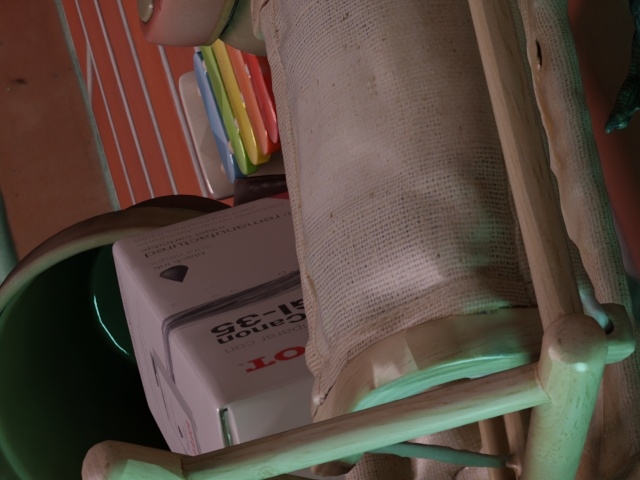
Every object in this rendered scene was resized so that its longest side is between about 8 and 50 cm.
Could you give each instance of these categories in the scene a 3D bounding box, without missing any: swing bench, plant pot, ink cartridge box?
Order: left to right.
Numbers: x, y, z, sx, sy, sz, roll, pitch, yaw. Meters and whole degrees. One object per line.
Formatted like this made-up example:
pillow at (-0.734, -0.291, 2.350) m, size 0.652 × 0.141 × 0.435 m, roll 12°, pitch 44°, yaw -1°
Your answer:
plant pot at (-0.124, 0.094, 1.499) m, size 0.280 × 0.323 × 0.323 m, roll -87°, pitch -11°, yaw -70°
ink cartridge box at (0.021, 0.061, 0.922) m, size 0.283 × 0.207 × 0.117 m, roll -138°, pitch 34°, yaw -68°
swing bench at (0.031, -0.018, 0.654) m, size 0.254 × 0.165 × 0.253 m, roll 40°, pitch -143°, yaw -61°

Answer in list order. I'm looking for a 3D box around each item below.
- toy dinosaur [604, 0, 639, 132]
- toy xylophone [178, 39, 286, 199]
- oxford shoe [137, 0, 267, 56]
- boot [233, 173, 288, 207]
toy dinosaur at (0.135, -0.096, 0.607) m, size 0.268 × 0.064 × 0.118 m, roll -137°, pitch 38°, yaw -77°
toy xylophone at (-0.038, -0.113, 1.294) m, size 0.323 × 0.081 × 0.236 m, roll 101°, pitch 152°, yaw -63°
oxford shoe at (0.034, -0.232, 0.777) m, size 0.397 × 0.146 × 0.140 m, roll 122°, pitch 152°, yaw -50°
boot at (0.000, 0.000, 1.165) m, size 0.037 × 0.114 × 0.106 m, roll 152°, pitch 104°, yaw -78°
